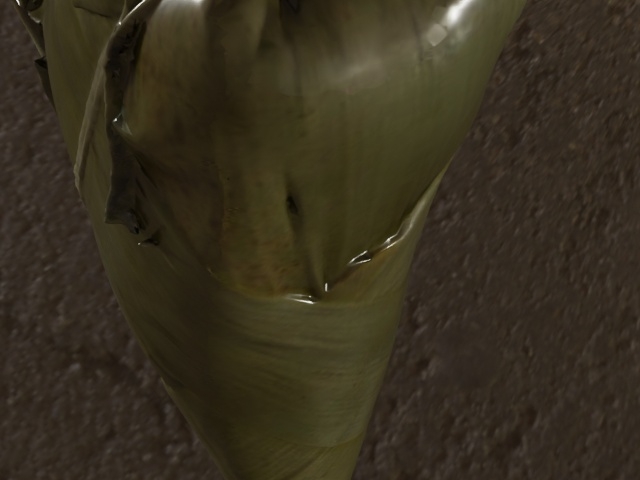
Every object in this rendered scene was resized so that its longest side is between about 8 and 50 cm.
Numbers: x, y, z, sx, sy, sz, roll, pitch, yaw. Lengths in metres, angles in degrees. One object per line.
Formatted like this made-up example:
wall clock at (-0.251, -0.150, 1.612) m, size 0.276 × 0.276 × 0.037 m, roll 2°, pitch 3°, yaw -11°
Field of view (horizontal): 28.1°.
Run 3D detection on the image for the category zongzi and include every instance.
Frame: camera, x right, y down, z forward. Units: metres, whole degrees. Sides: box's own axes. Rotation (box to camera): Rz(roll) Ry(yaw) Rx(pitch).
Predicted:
zongzi at (0.000, 0.000, 0.522) m, size 0.181 × 0.447 × 0.418 m, roll -15°, pitch 97°, yaw -13°
